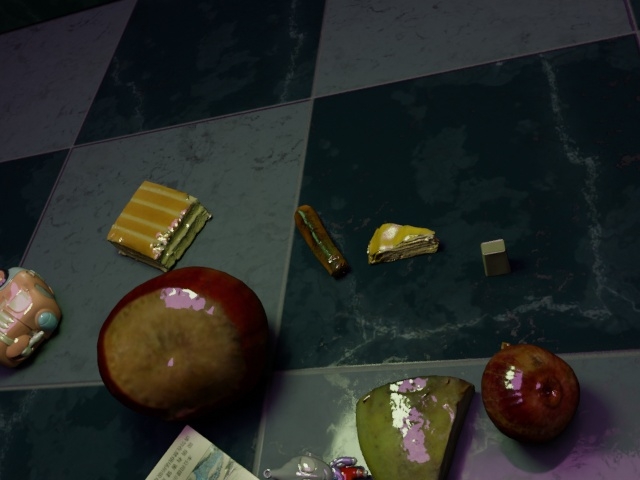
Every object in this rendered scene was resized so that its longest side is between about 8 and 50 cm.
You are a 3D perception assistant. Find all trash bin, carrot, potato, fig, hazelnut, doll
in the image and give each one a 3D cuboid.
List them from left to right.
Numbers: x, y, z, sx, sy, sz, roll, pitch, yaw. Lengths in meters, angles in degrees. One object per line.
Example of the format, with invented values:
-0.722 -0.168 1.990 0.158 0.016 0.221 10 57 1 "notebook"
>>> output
-0.318 0.251 1.549 0.409 0.359 0.359 -22 49 12 "hazelnut"
-0.012 0.505 1.377 0.227 0.075 0.102 3 65 11 "doll"
0.000 0.000 1.762 0.070 0.070 0.260 -32 50 -2 "carrot"
0.201 0.422 1.322 0.269 0.112 0.255 -16 51 14 "potato"
0.412 0.041 1.528 0.060 0.092 0.043 -11 53 16 "trash bin"
0.405 0.299 1.283 0.205 0.205 0.205 -12 51 15 "fig"

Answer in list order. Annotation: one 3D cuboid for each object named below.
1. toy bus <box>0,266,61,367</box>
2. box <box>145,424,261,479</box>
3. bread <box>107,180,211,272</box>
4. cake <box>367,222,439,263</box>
-0.900 0.235 1.903 0.232 0.194 0.288 27 68 28 "toy bus"
-0.256 0.552 1.448 0.256 0.069 0.164 23 66 35 "box"
-0.497 -0.042 1.983 0.246 0.111 0.239 16 65 30 "bread"
0.200 0.016 1.654 0.184 0.080 0.116 20 62 29 "cake"
